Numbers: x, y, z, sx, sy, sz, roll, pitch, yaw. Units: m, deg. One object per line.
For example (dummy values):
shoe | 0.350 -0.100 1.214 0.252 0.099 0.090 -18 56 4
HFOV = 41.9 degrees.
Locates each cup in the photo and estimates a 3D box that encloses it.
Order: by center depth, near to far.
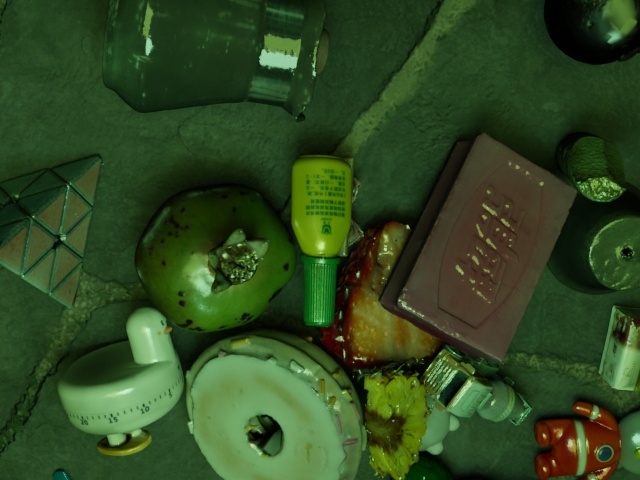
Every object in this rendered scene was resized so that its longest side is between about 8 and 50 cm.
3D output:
cup | 0.178 0.362 1.660 0.142 0.134 0.173 37 100 -9

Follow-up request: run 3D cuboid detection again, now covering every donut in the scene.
donut | -0.079 0.334 1.589 0.383 0.142 0.382 12 118 23

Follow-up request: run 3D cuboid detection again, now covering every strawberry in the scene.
strawberry | 0.094 0.124 1.599 0.253 0.150 0.280 -26 98 -25

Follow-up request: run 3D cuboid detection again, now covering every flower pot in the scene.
flower pot | 0.554 0.009 1.582 0.235 0.148 0.235 0 102 -1

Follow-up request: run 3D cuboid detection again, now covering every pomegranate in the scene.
pomegranate | -0.162 0.038 1.488 0.291 0.323 0.290 -11 108 -39

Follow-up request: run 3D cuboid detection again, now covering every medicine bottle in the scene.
medicine bottle | 0.000 0.000 1.496 0.111 0.076 0.308 2 83 -10

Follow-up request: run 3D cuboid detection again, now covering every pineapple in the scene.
pineapple | 0.145 0.314 1.514 0.079 0.135 0.233 12 118 34

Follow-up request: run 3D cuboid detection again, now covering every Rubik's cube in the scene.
Rubik's cube | -0.537 -0.020 1.548 0.233 0.228 0.228 5 150 -38

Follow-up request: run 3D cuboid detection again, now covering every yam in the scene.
yam | 0.481 -0.137 1.494 0.106 0.259 0.106 1 103 7

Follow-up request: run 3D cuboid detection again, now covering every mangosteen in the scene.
mangosteen | 0.495 -0.423 1.452 0.243 0.243 0.243 0 103 -2

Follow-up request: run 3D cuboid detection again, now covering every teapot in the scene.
teapot | -0.165 -0.382 1.423 0.362 0.305 0.376 8 74 -12

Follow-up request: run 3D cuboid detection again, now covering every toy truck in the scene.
toy truck | 0.304 0.288 1.607 0.257 0.140 0.108 21 108 -53

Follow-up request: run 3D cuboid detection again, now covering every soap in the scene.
soap | 0.289 0.012 1.526 0.233 0.128 0.359 29 78 -10

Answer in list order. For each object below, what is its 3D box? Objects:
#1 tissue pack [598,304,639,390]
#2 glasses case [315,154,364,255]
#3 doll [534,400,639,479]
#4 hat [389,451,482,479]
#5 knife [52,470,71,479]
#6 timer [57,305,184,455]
tissue pack | 0.629 0.215 1.656 0.106 0.099 0.148 6 103 -4
glasses case | 0.037 -0.061 1.574 0.103 0.070 0.193 3 85 15
doll | 0.607 0.419 1.701 0.337 0.105 0.199 -3 102 0
hat | 0.309 0.607 1.680 0.400 0.285 0.285 20 103 13
knife | -0.475 0.603 1.755 0.044 0.026 0.296 -27 103 17
timer | -0.374 0.248 1.567 0.234 0.233 0.240 -11 107 1
